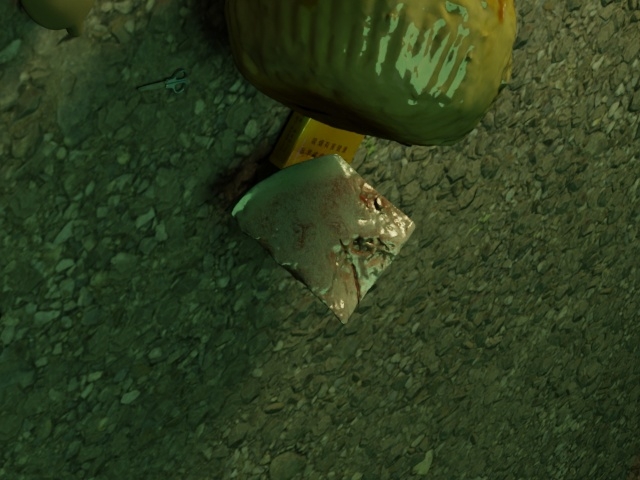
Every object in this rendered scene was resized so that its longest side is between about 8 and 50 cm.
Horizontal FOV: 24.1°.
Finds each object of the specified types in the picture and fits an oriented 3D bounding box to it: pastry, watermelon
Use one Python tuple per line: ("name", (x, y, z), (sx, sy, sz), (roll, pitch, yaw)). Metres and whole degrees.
("pastry", (0.075, -0.299, 1.933), (0.388, 0.388, 0.313), (21, 85, -55))
("watermelon", (0.000, 0.000, 2.219), (0.193, 0.231, 0.310), (-54, 143, -15))

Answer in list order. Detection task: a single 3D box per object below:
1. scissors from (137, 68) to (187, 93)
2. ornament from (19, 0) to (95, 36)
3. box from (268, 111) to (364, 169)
("scissors", (-0.209, -0.205, 1.981), (0.083, 0.006, 0.036), (-18, 134, -41))
("ornament", (-0.335, -0.321, 1.679), (0.230, 0.061, 0.245), (-25, 136, -39))
("box", (0.037, -0.217, 2.235), (0.152, 0.043, 0.269), (12, 111, -55))
